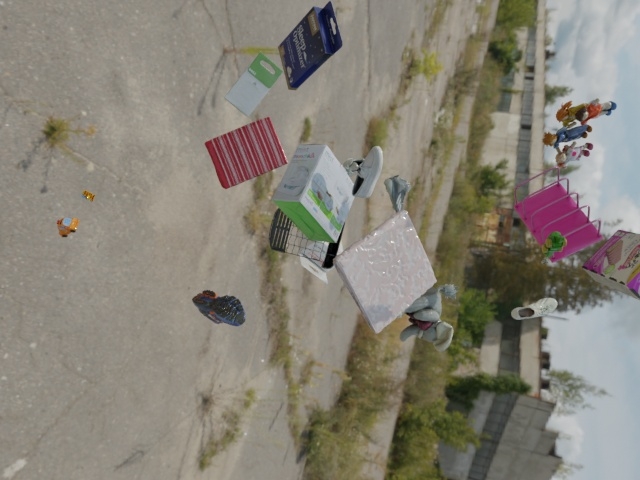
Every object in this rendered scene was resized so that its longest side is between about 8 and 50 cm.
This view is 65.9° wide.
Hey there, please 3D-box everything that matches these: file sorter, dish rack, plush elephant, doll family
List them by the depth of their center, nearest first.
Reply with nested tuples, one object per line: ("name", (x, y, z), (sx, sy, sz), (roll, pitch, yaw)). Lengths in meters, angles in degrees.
("doll family", (0.818, -0.365, 1.617), (0.262, 0.163, 0.118), (92, -24, -46))
("dish rack", (-0.059, -0.023, 1.881), (0.074, 0.272, 0.208), (-83, -172, -83))
("file sorter", (0.901, -0.108, 1.892), (0.182, 0.202, 0.290), (46, 19, -55))
("plush elephant", (0.425, 0.326, 2.096), (0.272, 0.330, 0.255), (-127, -148, -71))

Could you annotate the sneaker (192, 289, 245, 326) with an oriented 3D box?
("sneaker", (-0.296, 0.215, 1.497), (0.083, 0.221, 0.087), (-40, 126, -30))

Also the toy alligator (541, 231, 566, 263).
("toy alligator", (0.739, 0.017, 1.588), (0.189, 0.056, 0.051), (78, 9, -63))

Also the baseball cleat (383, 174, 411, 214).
("baseball cleat", (0.345, -0.185, 2.115), (0.072, 0.110, 0.205), (-91, 157, -53))

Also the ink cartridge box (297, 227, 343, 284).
("ink cartridge box", (0.000, 0.000, 2.241), (0.207, 0.119, 0.353), (40, 30, -38))

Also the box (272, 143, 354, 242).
("box", (-0.008, -0.156, 1.675), (0.262, 0.127, 0.231), (47, 58, -48))

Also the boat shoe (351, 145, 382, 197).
("boat shoe", (0.142, -0.214, 1.560), (0.184, 0.063, 0.066), (110, -35, -42))

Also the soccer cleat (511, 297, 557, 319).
("soccer cleat", (0.881, 0.284, 2.021), (0.076, 0.196, 0.068), (83, -9, -84))

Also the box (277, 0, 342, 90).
("box", (-0.033, -0.522, 1.328), (0.037, 0.225, 0.136), (-7, 78, -38))

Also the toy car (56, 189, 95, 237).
("toy car", (-0.602, -0.068, 1.200), (0.040, 0.060, 0.122), (41, 53, -42))

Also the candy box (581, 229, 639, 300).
("candy box", (0.854, 0.061, 1.365), (0.159, 0.071, 0.233), (-48, -175, 7))

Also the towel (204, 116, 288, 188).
("towel", (-0.286, -0.334, 1.897), (0.031, 0.275, 0.198), (-107, 175, -84))

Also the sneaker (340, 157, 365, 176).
("sneaker", (0.112, -0.330, 2.334), (0.262, 0.121, 0.099), (-35, 104, -31))

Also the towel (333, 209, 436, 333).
("towel", (0.234, 0.105, 1.724), (0.332, 0.053, 0.316), (-35, 110, -23))

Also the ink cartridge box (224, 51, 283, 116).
("ink cartridge box", (-0.240, -0.563, 1.786), (0.209, 0.109, 0.062), (-49, -164, 10))
